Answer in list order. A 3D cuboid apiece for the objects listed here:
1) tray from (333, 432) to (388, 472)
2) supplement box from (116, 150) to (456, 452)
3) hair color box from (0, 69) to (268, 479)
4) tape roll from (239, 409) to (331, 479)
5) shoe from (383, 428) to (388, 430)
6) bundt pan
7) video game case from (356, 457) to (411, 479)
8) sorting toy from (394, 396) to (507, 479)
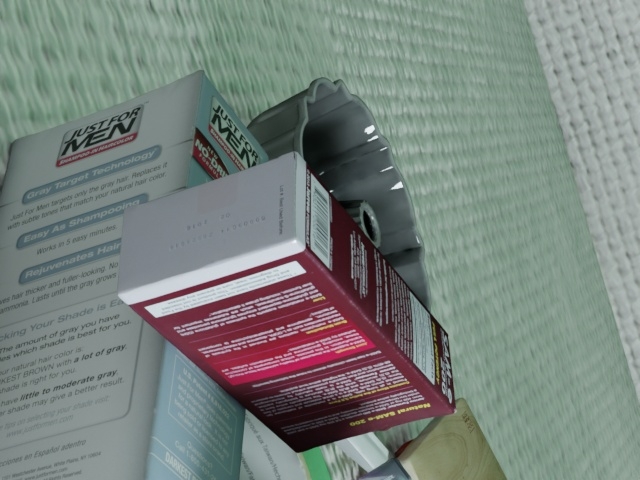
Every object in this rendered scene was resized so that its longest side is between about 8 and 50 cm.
[{"bbox_3d":[-0.013,0.145,1.464,0.145,0.030,0.270,36,-12,45],"label":"tray"},{"bbox_3d":[-0.016,0.050,0.994,0.239,0.130,0.073,50,31,-46],"label":"supplement box"},{"bbox_3d":[-0.152,0.066,1.082,0.113,0.185,0.374,51,31,-42],"label":"hair color box"},{"bbox_3d":[-0.090,0.222,1.232,0.321,0.077,0.321,46,32,-39],"label":"tape roll"},{"bbox_3d":[0.057,0.190,1.677,0.081,0.063,0.178,60,21,-21],"label":"shoe"},{"bbox_3d":[0.000,0.000,1.593,0.331,0.124,0.330,50,30,-45],"label":"bundt pan"},{"bbox_3d":[-0.077,0.252,0.984,0.274,0.196,0.026,-25,69,-34],"label":"video game case"},{"bbox_3d":[0.158,0.344,1.737,0.255,0.089,0.257,62,21,0],"label":"sorting toy"}]
